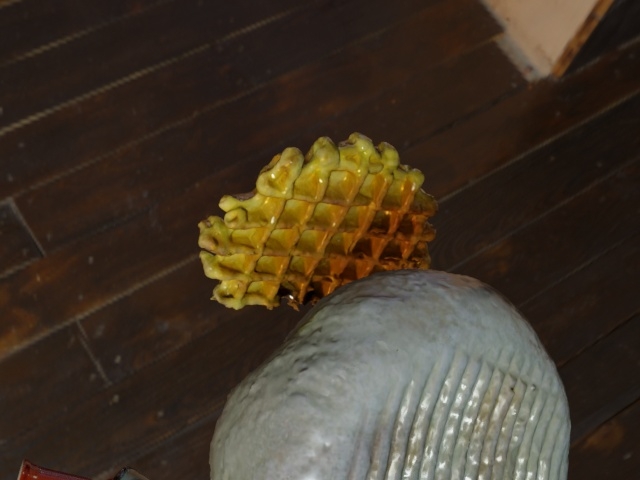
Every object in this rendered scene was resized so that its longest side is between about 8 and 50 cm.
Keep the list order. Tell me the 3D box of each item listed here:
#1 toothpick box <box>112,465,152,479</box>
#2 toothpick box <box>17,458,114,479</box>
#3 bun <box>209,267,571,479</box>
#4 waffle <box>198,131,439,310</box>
[{"bbox_3d":[-0.309,0.491,1.823,0.184,0.120,0.120,42,60,-7],"label":"toothpick box"},{"bbox_3d":[-0.218,0.217,0.873,0.083,0.047,0.047,16,60,-14],"label":"toothpick box"},{"bbox_3d":[0.063,0.195,0.923,0.361,0.211,0.362,-6,100,-34],"label":"bun"},{"bbox_3d":[0.000,-0.001,1.183,0.283,0.309,0.065,-30,45,-1],"label":"waffle"}]
